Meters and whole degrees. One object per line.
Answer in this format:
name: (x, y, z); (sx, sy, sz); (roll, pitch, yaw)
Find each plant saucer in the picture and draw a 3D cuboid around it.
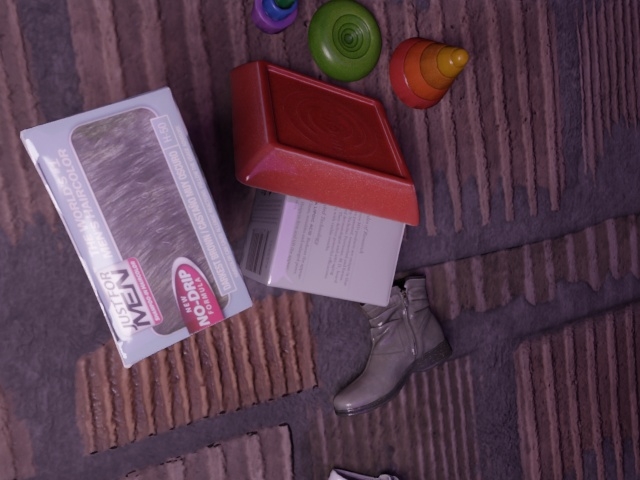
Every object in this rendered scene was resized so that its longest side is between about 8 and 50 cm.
plant saucer: (0.009, -0.149, 0.724); (0.258, 0.259, 0.048); (12, 133, -24)

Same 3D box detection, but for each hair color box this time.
hair color box: (-0.201, -0.021, 0.557); (0.113, 0.374, 0.186); (-24, 103, -20)

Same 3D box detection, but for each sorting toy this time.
sorting toy: (0.083, -0.307, 0.795); (0.365, 0.126, 0.127); (14, 88, -24)

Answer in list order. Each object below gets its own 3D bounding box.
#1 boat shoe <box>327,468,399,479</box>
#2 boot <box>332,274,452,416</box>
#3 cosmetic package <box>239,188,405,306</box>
boat shoe: (0.111, 0.433, 0.880); (0.226, 0.083, 0.076); (17, 88, -23)
boot: (0.096, 0.164, 0.869); (0.246, 0.083, 0.161); (-28, 97, -25)
cosmetic package: (0.000, 0.000, 0.766); (0.183, 0.151, 0.152); (13, 88, -24)
